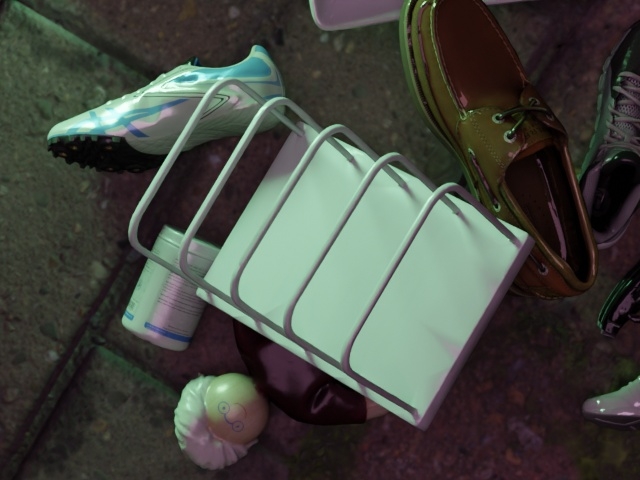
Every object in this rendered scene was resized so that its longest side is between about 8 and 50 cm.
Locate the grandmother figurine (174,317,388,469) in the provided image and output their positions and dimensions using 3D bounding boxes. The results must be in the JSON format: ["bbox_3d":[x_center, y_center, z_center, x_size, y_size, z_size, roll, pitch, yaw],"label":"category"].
[{"bbox_3d":[0.000,0.090,1.629,0.342,0.104,0.208,-39,80,2],"label":"grandmother figurine"}]

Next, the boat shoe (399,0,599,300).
[{"bbox_3d":[0.173,-0.093,1.530,0.111,0.104,0.307,-31,103,-23],"label":"boat shoe"}]

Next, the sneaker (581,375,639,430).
[{"bbox_3d":[0.322,0.144,1.631,0.152,0.053,0.061,-9,68,9],"label":"sneaker"}]

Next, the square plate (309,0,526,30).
[{"bbox_3d":[0.131,-0.383,1.588,0.344,0.049,0.347,-9,92,-12],"label":"square plate"}]

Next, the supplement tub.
[{"bbox_3d":[-0.140,0.046,1.652,0.071,0.071,0.107,25,94,4],"label":"supplement tub"}]

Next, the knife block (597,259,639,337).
[{"bbox_3d":[0.373,-0.014,1.605,0.088,0.242,0.275,38,54,-3],"label":"knife block"}]

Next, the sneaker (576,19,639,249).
[{"bbox_3d":[0.290,-0.097,1.578,0.086,0.132,0.228,17,94,4],"label":"sneaker"}]

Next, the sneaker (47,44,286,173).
[{"bbox_3d":[-0.148,-0.125,1.649,0.237,0.085,0.086,-14,65,9],"label":"sneaker"}]

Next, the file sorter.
[{"bbox_3d":[0.000,0.000,1.491,0.278,0.173,0.193,28,86,35],"label":"file sorter"}]
